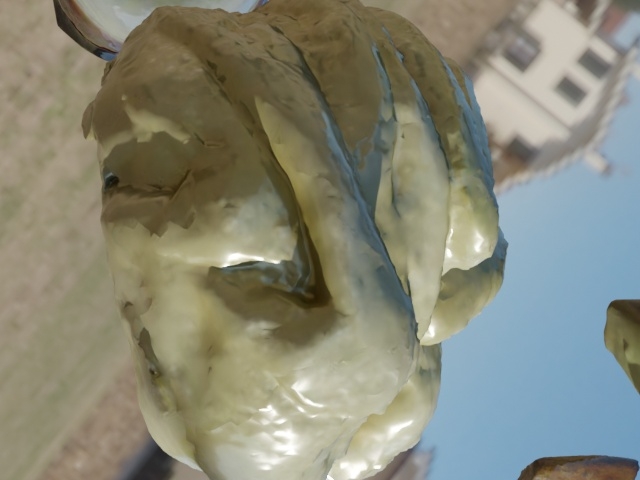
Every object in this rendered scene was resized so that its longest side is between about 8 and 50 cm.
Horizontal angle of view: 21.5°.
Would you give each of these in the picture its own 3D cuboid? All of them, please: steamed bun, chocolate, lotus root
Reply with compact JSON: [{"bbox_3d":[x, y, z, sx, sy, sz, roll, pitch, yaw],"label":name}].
[{"bbox_3d":[0.000,-0.005,1.061,0.230,0.325,0.372,-10,177,9],"label":"steamed bun"},{"bbox_3d":[-0.181,-0.331,1.843,0.283,0.283,0.186,-51,178,0],"label":"chocolate"},{"bbox_3d":[0.289,0.320,1.996,0.159,0.135,0.095,-55,-144,39],"label":"lotus root"}]

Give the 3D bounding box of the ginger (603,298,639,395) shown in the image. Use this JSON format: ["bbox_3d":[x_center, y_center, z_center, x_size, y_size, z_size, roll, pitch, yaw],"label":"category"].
[{"bbox_3d":[0.371,0.098,1.352,0.211,0.413,0.358,7,112,-42],"label":"ginger"}]
